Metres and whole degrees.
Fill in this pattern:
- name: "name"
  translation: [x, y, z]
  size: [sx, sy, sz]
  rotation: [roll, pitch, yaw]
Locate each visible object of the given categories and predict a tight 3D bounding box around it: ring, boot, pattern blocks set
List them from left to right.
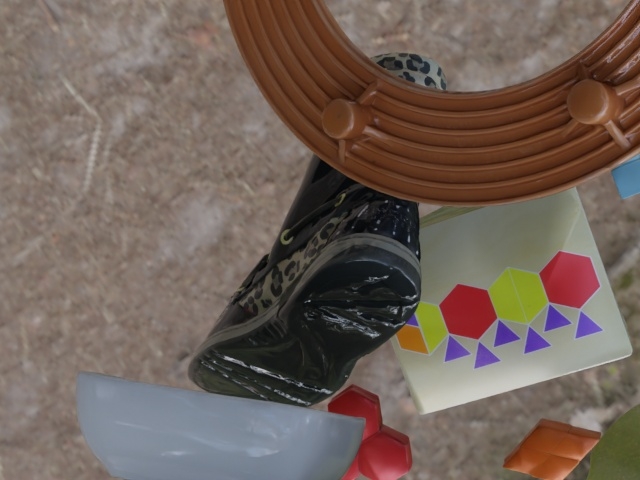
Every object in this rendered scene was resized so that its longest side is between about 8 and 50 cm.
- name: "boot"
  translation: [0.002, 0.000, 0.881]
  size: [0.085, 0.179, 0.236]
  rotation: [26, 145, -18]
- name: "ring"
  translation: [0.075, -0.185, 0.684]
  size: [0.032, 0.336, 0.337]
  rotation: [0, 125, -56]
- name: "pattern blocks set"
  translation: [0.122, 0.041, 0.999]
  size: [0.324, 0.026, 0.286]
  rotation: [-10, 97, 19]

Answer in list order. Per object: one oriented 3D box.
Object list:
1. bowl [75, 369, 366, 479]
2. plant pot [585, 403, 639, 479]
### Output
- name: "bowl"
  translation: [-0.053, 0.107, 0.722]
  size: [0.142, 0.142, 0.053]
  rotation: [41, 57, -74]
- name: "plant pot"
  translation: [0.352, 0.257, 1.116]
  size: [0.276, 0.254, 0.276]
  rotation: [-17, 117, -37]
